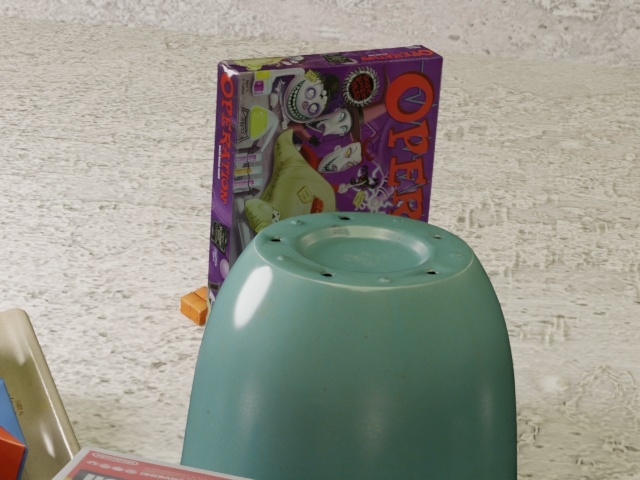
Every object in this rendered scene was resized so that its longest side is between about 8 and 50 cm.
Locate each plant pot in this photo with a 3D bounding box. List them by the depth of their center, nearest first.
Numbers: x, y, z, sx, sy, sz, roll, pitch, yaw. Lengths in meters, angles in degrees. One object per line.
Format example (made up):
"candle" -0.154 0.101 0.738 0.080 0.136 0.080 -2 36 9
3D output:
"plant pot" 0.030 0.112 1.543 0.293 0.235 0.293 3 19 -1

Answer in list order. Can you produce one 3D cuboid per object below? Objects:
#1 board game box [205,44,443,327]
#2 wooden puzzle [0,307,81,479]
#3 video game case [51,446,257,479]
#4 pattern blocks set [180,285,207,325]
"board game box" 0.000 0.000 1.682 0.208 0.347 0.056 -10 25 -31
"wooden puzzle" -0.387 0.124 1.552 0.348 0.080 0.322 2 29 -23
"video game case" -0.102 0.206 1.278 0.204 0.025 0.285 11 9 5
"pattern blocks set" -0.003 0.074 1.948 0.285 0.026 0.325 0 20 -9
